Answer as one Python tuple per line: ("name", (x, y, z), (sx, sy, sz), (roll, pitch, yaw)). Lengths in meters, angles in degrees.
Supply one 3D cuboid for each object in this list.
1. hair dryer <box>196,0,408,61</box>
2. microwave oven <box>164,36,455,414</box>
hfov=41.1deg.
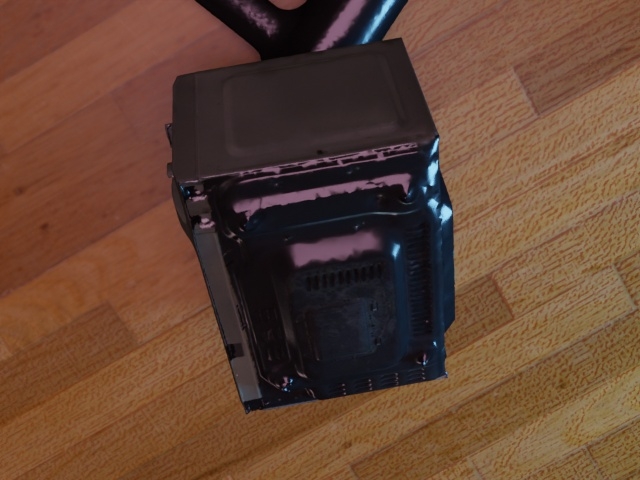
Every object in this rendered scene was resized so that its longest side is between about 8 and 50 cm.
("hair dryer", (-0.063, -0.230, 0.829), (0.251, 0.089, 0.197), (34, 100, -4))
("microwave oven", (0.000, 0.000, 0.779), (0.238, 0.181, 0.295), (-9, 132, 0))
